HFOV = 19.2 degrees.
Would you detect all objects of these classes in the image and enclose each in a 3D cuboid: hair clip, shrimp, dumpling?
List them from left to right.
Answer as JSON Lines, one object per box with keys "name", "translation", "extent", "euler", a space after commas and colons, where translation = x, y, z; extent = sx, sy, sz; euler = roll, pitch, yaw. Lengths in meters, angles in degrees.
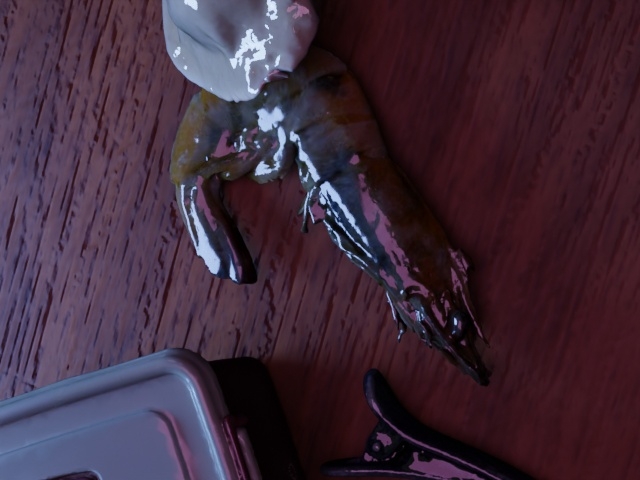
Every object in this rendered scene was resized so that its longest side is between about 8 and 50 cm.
{"name": "dumpling", "translation": [-0.065, -0.181, 1.303], "extent": [0.111, 0.181, 0.155], "euler": [28, 120, -16]}
{"name": "shrimp", "translation": [0.000, 0.000, 1.315], "extent": [0.169, 0.058, 0.296], "euler": [-37, 76, 21]}
{"name": "hair clip", "translation": [0.135, 0.185, 1.279], "extent": [0.275, 0.048, 0.083], "euler": [27, 96, 15]}

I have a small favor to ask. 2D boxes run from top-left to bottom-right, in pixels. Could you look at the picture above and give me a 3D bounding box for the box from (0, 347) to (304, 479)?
{"name": "box", "translation": [-0.150, 0.190, 1.310], "extent": [0.294, 0.167, 0.193], "euler": [-19, 87, 18]}
